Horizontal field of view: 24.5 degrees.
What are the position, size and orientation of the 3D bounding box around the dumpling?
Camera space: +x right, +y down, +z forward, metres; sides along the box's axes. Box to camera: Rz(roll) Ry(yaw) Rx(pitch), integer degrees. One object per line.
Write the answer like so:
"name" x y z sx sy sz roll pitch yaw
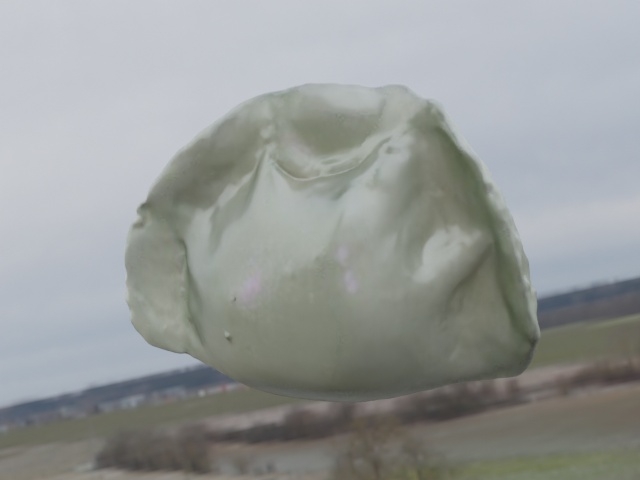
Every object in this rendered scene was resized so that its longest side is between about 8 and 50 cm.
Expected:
"dumpling" 0.000 0.000 0.836 0.252 0.179 0.131 1 23 24
